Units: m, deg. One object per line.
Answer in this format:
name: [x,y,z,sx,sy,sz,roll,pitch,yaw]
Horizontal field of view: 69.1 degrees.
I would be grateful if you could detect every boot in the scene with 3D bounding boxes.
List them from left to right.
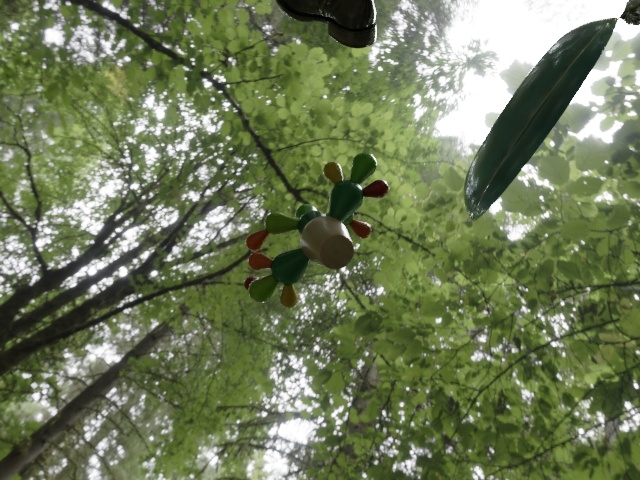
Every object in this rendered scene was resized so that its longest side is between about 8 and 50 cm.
boot: [0.018,-0.457,0.733,0.263,0.091,0.229,41,-29,27]

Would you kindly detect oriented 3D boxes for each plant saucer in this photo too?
plant saucer: [0.301,-0.170,0.674,0.044,0.318,0.317,38,-62,18]

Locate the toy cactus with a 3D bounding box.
toy cactus: [0.000,0.000,0.514,0.219,0.180,0.112,-40,-73,0]

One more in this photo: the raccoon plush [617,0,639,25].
raccoon plush: [0.566,-0.296,0.615,0.216,0.446,0.299,32,-26,-7]
